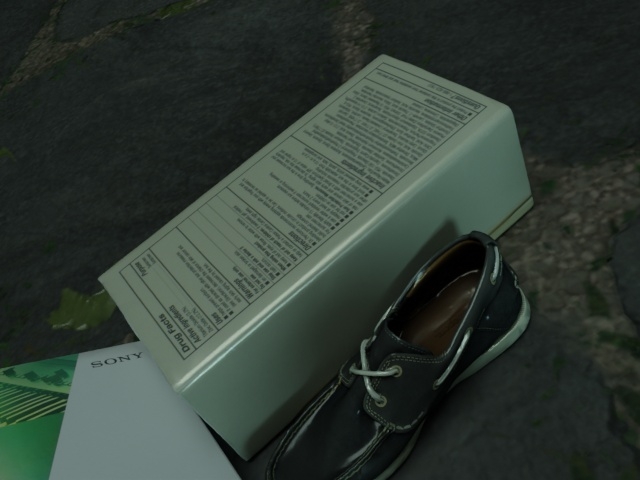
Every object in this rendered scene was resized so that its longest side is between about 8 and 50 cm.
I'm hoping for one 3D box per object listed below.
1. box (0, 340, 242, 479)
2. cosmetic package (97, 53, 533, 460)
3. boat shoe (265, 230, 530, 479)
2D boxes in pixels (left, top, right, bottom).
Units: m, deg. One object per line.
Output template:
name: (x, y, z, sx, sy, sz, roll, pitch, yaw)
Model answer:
box: (-0.155, 0.188, 0.427, 0.232, 0.058, 0.322, -8, 31, -34)
cosmetic package: (0.000, 0.000, 0.568, 0.309, 0.113, 0.160, -40, 44, -10)
boat shoe: (0.045, 0.089, 0.487, 0.233, 0.079, 0.084, -43, 46, -12)
